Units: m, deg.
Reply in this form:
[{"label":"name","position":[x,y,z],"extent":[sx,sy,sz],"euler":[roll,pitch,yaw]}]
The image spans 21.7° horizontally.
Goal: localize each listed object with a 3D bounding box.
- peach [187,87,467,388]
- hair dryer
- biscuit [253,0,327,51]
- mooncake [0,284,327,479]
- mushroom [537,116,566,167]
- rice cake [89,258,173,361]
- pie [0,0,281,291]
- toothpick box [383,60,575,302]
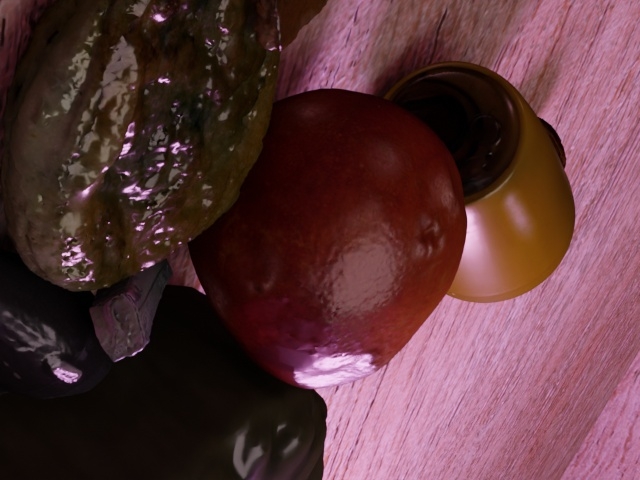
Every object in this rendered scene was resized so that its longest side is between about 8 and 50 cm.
[{"label":"peach","position":[0.000,0.000,1.275],"extent":[0.243,0.199,0.243],"euler":[-36,135,-46]},{"label":"hair dryer","position":[-0.272,0.110,1.096],"extent":[0.271,0.091,0.235],"euler":[-45,152,-1]},{"label":"biscuit","position":[-0.009,-0.242,1.019],"extent":[0.131,0.026,0.237],"euler":[-55,152,-45]},{"label":"mooncake","position":[-0.155,0.221,1.364],"extent":[0.356,0.194,0.356],"euler":[-43,157,-23]},{"label":"mushroom","position":[0.228,-0.076,1.828],"extent":[0.109,0.085,0.126],"euler":[-55,166,12]},{"label":"rice cake","position":[-0.131,0.034,1.182],"extent":[0.034,0.043,0.211],"euler":[-21,-168,4]},{"label":"pie","position":[-0.098,-0.090,1.072],"extent":[0.277,0.078,0.277],"euler":[-44,154,-27]},{"label":"toothpick box","position":[0.137,-0.056,1.537],"extent":[0.175,0.175,0.271],"euler":[-48,158,-4]}]
